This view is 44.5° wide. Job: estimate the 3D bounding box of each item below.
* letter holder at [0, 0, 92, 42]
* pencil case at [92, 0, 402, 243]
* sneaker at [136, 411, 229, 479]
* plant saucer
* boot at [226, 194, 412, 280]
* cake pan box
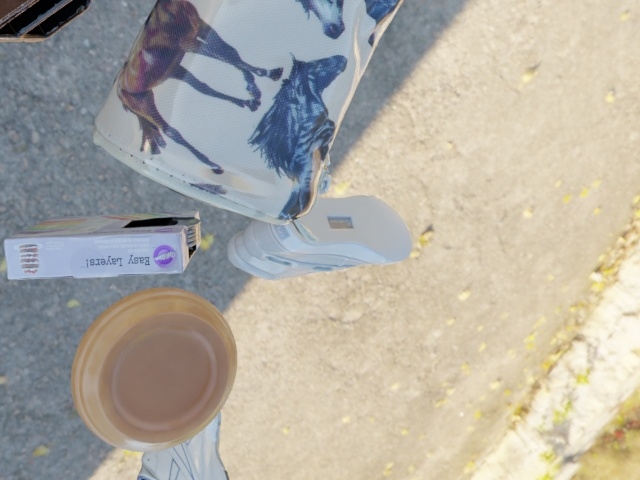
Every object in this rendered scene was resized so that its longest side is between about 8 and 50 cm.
[{"bbox_3d":[-0.434,-0.464,1.093,0.214,0.302,0.152,-27,-175,20],"label":"letter holder"},{"bbox_3d":[0.004,-0.210,0.577,0.183,0.160,0.410,26,95,-35],"label":"pencil case"},{"bbox_3d":[-0.210,0.310,1.170,0.129,0.297,0.111,0,131,-16],"label":"sneaker"},{"bbox_3d":[-0.185,0.155,0.908,0.200,0.037,0.200,-7,103,-29],"label":"plant saucer"},{"bbox_3d":[0.000,0.000,1.015,0.123,0.095,0.258,-26,157,38],"label":"boot"},{"bbox_3d":[-0.321,0.004,1.222,0.267,0.246,0.070,-2,102,-1],"label":"cake pan box"}]
